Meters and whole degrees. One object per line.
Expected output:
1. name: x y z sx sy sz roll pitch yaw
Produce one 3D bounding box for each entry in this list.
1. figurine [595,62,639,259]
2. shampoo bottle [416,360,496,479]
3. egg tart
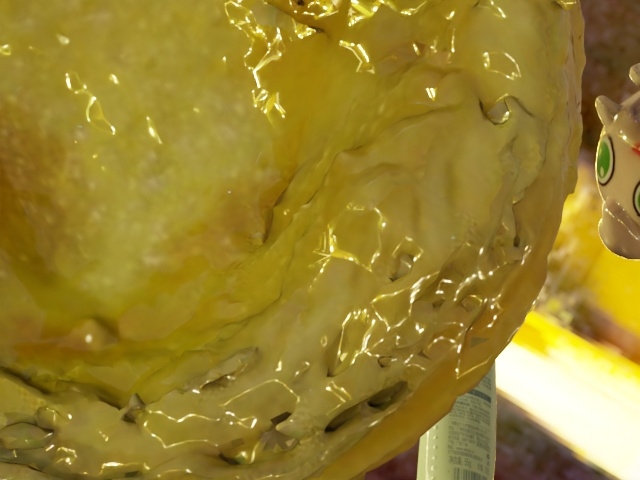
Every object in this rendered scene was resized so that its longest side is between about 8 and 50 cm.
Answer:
1. figurine: 0.244 -0.048 1.193 0.125 0.138 0.125 6 39 -5
2. shampoo bottle: 0.120 0.154 1.506 0.072 0.212 0.049 19 -32 -20
3. egg tart: -0.069 -0.045 0.459 0.288 0.288 0.118 29 -14 -4
